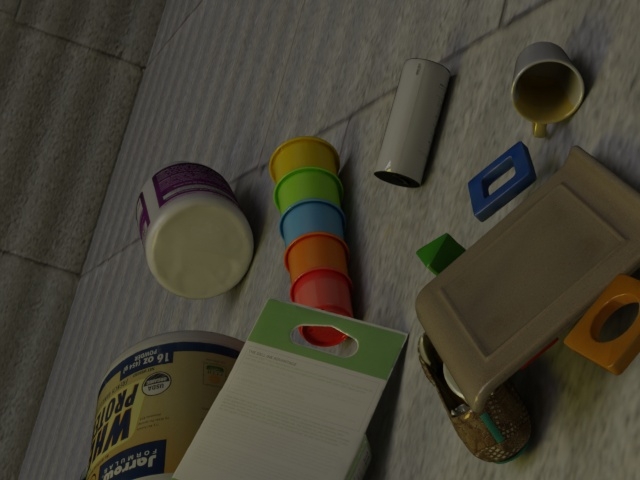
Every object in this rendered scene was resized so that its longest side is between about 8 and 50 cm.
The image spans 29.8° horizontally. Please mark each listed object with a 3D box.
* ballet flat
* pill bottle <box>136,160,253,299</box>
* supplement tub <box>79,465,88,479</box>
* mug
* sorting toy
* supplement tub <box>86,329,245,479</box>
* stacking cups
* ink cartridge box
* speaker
[{"bbox_3d":[0.119,0.102,1.003,0.073,0.067,0.206,-35,28,2],"label":"ballet flat"},{"bbox_3d":[-0.211,-0.031,1.948,0.169,0.169,0.301,-66,19,13],"label":"pill bottle"},{"bbox_3d":[-0.331,0.450,1.891,0.117,0.117,0.190,-56,23,37],"label":"supplement tub"},{"bbox_3d":[0.194,-0.139,1.066,0.078,0.062,0.064,-52,17,29],"label":"mug"},{"bbox_3d":[0.169,0.032,0.926,0.196,0.047,0.347,-46,22,8],"label":"sorting toy"},{"bbox_3d":[-0.152,0.283,1.363,0.228,0.228,0.316,-58,22,35],"label":"supplement tub"},{"bbox_3d":[0.000,0.000,1.464,0.096,0.096,0.316,-59,27,32],"label":"stacking cups"},{"bbox_3d":[-0.025,0.182,1.216,0.235,0.171,0.056,-62,-28,-30],"label":"ink cartridge box"},{"bbox_3d":[0.101,-0.128,1.326,0.055,0.055,0.136,-12,61,69],"label":"speaker"}]
